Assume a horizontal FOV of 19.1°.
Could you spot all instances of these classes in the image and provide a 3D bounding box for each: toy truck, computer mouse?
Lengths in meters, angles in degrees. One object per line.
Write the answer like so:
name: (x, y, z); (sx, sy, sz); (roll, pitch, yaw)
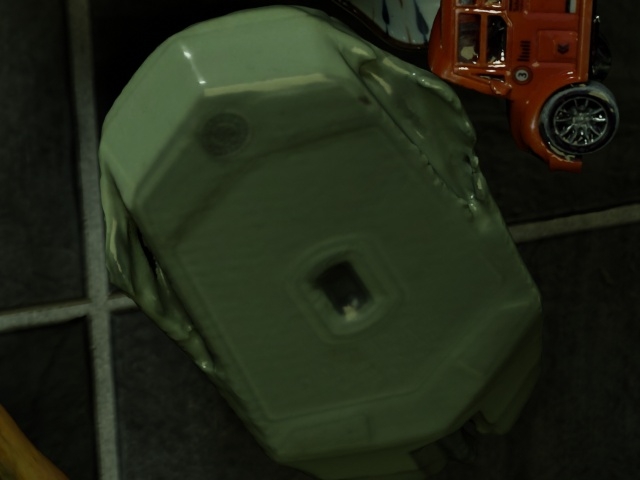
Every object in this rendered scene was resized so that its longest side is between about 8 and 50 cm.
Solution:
toy truck: (0.122, -0.169, 1.106); (0.114, 0.107, 0.253); (3, 119, 4)
computer mouse: (0.000, 0.000, 1.202); (0.228, 0.145, 0.429); (-31, 133, 1)

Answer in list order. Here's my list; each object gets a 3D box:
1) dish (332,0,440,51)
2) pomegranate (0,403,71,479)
dish: (0.067, -0.216, 1.169); (0.190, 0.066, 0.191); (-8, 118, -15)
pomegranate: (-0.313, 0.247, 1.047); (0.411, 0.411, 0.412); (-9, 117, -18)
